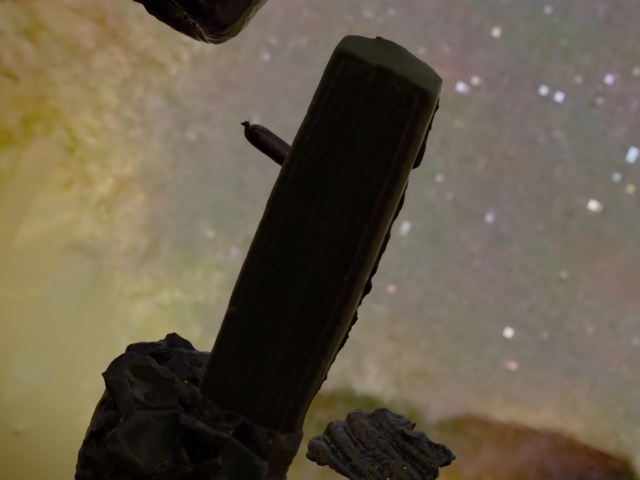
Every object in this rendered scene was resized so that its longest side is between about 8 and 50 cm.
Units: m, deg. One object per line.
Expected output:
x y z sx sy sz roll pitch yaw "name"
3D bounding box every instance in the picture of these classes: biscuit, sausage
0.000 0.000 1.423 0.099 0.322 0.038 25 18 6 "biscuit"
-0.013 -0.073 2.004 0.198 0.025 0.028 37 24 -30 "sausage"

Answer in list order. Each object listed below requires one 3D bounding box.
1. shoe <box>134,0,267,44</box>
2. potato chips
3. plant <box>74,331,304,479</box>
-0.078 -0.329 1.887 0.171 0.237 0.384 38 -19 -21 "shoe"
0.046 0.181 1.591 0.028 0.092 0.207 67 -13 -17 "potato chips"
-0.133 0.205 1.905 0.215 0.213 0.312 20 -25 0 "plant"
